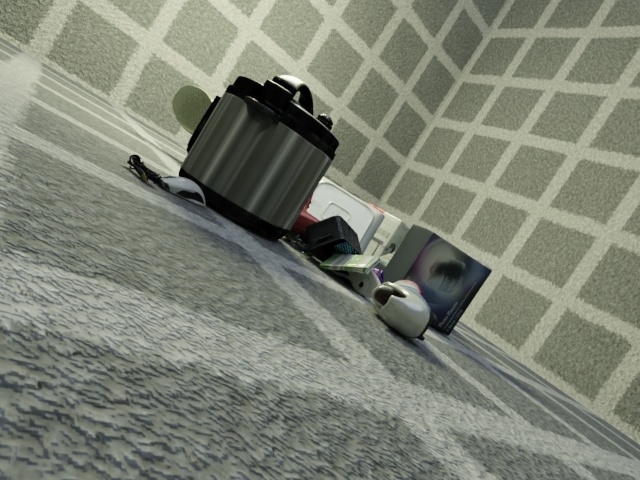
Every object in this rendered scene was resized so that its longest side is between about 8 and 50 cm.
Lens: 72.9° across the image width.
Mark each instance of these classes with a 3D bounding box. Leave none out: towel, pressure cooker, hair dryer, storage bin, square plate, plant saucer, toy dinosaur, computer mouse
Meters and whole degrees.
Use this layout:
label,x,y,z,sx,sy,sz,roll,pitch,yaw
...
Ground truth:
label,x,y,z,sx,sy,sz,roll,pitch,yaw
towel,0.087,0.067,1.268,0.152,0.023,0.113,2,16,27
pressure cooker,-0.152,-0.259,1.246,0.375,0.420,0.370,29,6,-37
hair dryer,-0.060,-0.116,1.473,0.224,0.080,0.293,-23,67,-32
storage bin,0.044,0.007,1.369,0.180,0.122,0.084,42,33,-55
square plate,0.053,-0.085,1.687,0.344,0.347,0.049,33,-37,1
plant saucer,-0.077,0.007,1.467,0.119,0.021,0.119,33,4,-2
toy dinosaur,-0.056,0.018,1.374,0.090,0.047,0.082,21,-25,50
computer mouse,-0.334,-0.133,0.987,0.106,0.042,0.193,34,4,36

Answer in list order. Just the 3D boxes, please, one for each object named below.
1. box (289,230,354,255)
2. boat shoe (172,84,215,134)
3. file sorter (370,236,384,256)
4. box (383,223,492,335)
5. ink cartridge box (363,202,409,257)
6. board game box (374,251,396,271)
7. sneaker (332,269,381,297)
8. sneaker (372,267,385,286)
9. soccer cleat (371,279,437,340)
label,x,y,z,sx,sy,sz,roll,pitch,yaw
box,0.000,0.000,1.532,0.244,0.060,0.100,32,-38,2
boat shoe,-0.442,-0.483,1.838,0.500,0.187,0.156,39,0,19
file sorter,0.096,-0.005,1.908,0.193,0.173,0.278,29,4,-34
box,0.413,0.146,1.622,0.294,0.296,0.183,30,4,-15
ink cartridge box,0.259,0.002,2.148,0.226,0.306,0.131,35,4,34
board game box,0.397,0.122,1.908,0.303,0.097,0.224,-12,20,-40
sneaker,0.140,0.120,1.322,0.121,0.079,0.217,28,4,-39
sneaker,0.191,0.119,1.570,0.170,0.071,0.068,48,13,16
soccer cleat,0.193,0.147,1.120,0.143,0.116,0.331,33,4,-5
